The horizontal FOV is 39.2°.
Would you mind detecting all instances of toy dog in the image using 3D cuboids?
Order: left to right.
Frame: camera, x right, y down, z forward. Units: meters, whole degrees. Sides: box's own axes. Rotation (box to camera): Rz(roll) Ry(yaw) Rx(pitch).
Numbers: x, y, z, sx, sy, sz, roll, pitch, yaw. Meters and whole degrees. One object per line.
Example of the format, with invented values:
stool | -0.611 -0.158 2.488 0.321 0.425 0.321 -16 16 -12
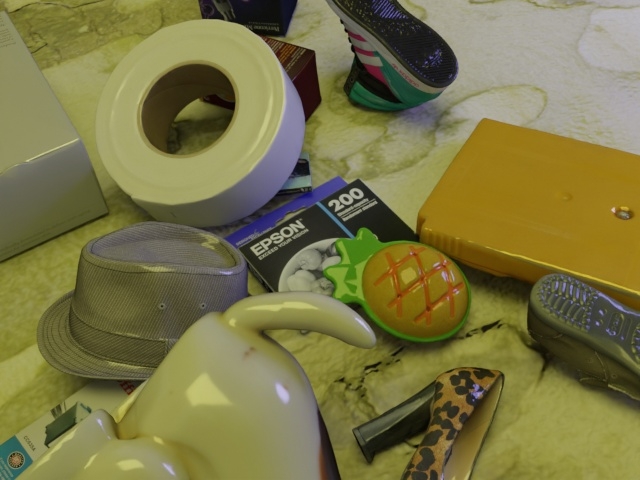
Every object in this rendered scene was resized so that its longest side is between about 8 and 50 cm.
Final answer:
toy dog | -0.039 0.286 0.804 0.395 0.284 0.408 -42 88 -8

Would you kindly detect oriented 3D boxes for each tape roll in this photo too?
tape roll | -0.170 -0.163 1.263 0.286 0.100 0.286 -5 71 13

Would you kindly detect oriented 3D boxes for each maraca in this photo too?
maraca | 0.097 0.054 1.105 0.185 0.099 0.127 22 64 0

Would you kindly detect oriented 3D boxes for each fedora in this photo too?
fedora | -0.196 0.057 1.072 0.275 0.124 0.244 3 25 -11

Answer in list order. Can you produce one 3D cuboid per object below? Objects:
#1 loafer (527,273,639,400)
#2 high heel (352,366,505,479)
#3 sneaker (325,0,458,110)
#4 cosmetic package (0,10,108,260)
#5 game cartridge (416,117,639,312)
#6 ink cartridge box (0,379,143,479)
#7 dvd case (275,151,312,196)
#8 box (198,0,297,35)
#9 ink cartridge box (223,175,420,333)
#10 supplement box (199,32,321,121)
loafer | 0.348 0.130 1.041 0.251 0.087 0.094 34 57 10
high heel | 0.167 0.245 0.948 0.186 0.093 0.261 -27 43 -9
sneaker | 0.070 -0.312 1.377 0.124 0.178 0.295 -38 86 -24
cosmetic package | -0.478 -0.161 1.322 0.197 0.155 0.365 -25 53 -14
game cartridge | 0.317 -0.039 1.183 0.323 0.053 0.285 17 44 22
ink cartridge box | -0.253 0.247 1.002 0.190 0.082 0.139 -36 56 -21
dvd case | -0.073 -0.093 1.307 0.119 0.013 0.087 -8 40 2
box | -0.128 -0.459 1.504 0.153 0.207 0.108 5 51 11
ink cartridge box | 0.000 0.000 1.210 0.206 0.045 0.208 -30 52 -19
supplement box | -0.101 -0.255 1.396 0.188 0.104 0.081 20 55 21
